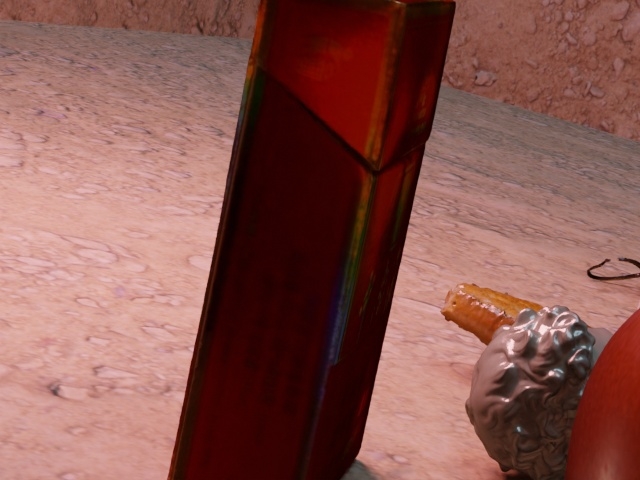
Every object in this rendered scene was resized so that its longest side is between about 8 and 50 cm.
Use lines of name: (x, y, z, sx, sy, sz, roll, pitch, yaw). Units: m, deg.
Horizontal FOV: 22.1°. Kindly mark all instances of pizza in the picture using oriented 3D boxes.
pizza: (0.199, 0.095, 1.406, 0.188, 0.062, 0.199, 30, 10, 18)

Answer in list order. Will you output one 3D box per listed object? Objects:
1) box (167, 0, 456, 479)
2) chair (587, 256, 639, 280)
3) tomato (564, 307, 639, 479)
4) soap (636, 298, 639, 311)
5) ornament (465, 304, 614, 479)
box: (0.000, 0.001, 0.989, 0.089, 0.313, 0.197, 13, 12, 12)
chair: (0.436, -0.081, 1.834, 0.160, 0.170, 0.325, -2, -21, -42)
tomato: (0.277, 0.112, 0.773, 0.341, 0.341, 0.273, 6, 0, -30)
soap: (0.421, 0.039, 1.741, 0.183, 0.121, 0.064, 2, 17, -45)
ornament: (0.222, 0.120, 1.181, 0.285, 0.130, 0.120, 13, 25, -41)
